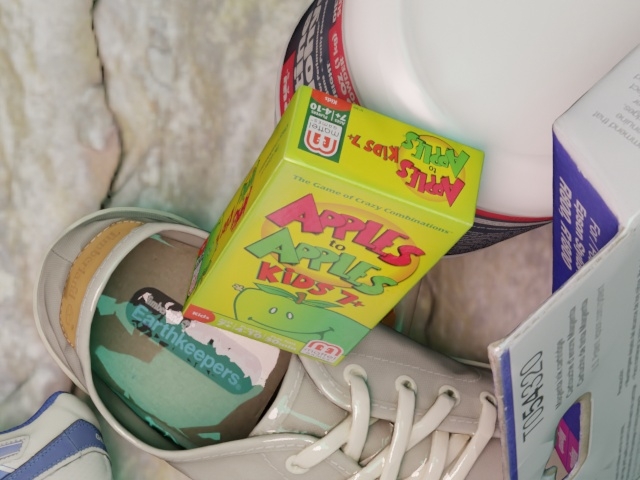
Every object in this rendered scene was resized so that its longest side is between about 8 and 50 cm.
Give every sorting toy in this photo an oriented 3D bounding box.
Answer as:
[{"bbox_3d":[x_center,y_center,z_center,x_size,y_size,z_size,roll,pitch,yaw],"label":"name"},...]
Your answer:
[{"bbox_3d":[0.031,0.049,0.928,0.062,0.012,0.083,16,79,-11],"label":"sorting toy"}]

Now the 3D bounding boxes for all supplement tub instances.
[{"bbox_3d":[0.080,-0.091,0.824,0.191,0.272,0.191,2,82,-13],"label":"supplement tub"}]

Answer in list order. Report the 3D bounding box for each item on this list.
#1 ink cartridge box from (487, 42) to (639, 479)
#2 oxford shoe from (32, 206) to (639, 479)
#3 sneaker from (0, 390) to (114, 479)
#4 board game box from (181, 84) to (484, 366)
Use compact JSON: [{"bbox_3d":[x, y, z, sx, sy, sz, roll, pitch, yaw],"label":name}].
[{"bbox_3d":[0.185,0.002,0.713,0.330,0.324,0.071,-39,61,-15],"label":"ink cartridge box"},{"bbox_3d":[0.030,0.122,0.852,0.449,0.130,0.169,30,84,-7],"label":"oxford shoe"},{"bbox_3d":[-0.264,0.156,0.815,0.297,0.112,0.130,-3,66,-15],"label":"sneaker"},{"bbox_3d":[0.000,0.000,0.713,0.092,0.181,0.043,20,60,-11],"label":"board game box"}]
